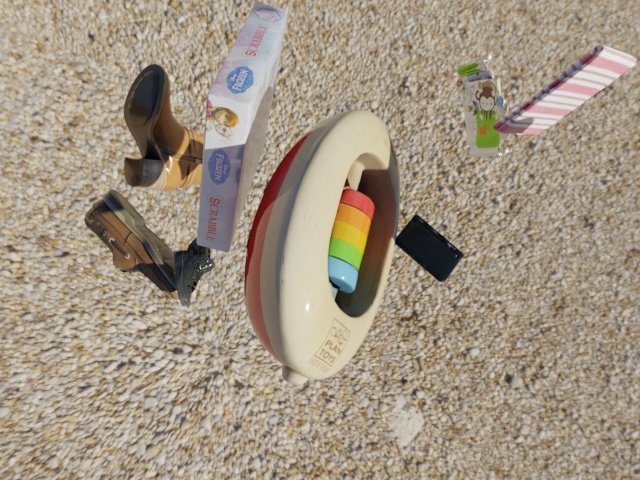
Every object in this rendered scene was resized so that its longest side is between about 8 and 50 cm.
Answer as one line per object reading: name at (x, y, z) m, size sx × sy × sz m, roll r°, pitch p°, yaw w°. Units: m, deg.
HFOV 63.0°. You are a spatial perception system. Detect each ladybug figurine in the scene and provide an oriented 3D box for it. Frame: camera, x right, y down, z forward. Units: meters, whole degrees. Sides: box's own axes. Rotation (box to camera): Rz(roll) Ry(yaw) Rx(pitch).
ladybug figurine at (0.000, 0.000, 0.834) m, size 0.161 × 0.305 × 0.450 m, roll 3°, pitch 63°, yaw 32°

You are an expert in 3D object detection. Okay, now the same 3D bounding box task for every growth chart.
growth chart at (0.366, -0.302, 1.194) m, size 0.021 × 0.172 × 0.238 m, roll -9°, pitch 90°, yaw -17°

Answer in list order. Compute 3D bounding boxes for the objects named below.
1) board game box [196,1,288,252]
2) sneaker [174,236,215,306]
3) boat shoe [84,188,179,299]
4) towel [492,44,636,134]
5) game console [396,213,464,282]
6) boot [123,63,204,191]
board game box at (-0.140, -0.200, 0.930) m, size 0.065 × 0.319 × 0.318 m, roll 14°, pitch 46°, yaw -4°
sneaker at (-0.274, 0.062, 1.154) m, size 0.089 × 0.051 × 0.170 m, roll -10°, pitch 54°, yaw -9°
boat shoe at (-0.420, 0.029, 1.207) m, size 0.104 × 0.111 × 0.307 m, roll -41°, pitch 81°, yaw 1°
towel at (0.385, -0.235, 0.833) m, size 0.144 × 0.197 × 0.029 m, roll -10°, pitch 69°, yaw -44°
game console at (0.208, 0.013, 1.014) m, size 0.122 × 0.107 × 0.071 m, roll 41°, pitch 97°, yaw 2°
boot at (-0.344, -0.255, 1.238) m, size 0.108 × 0.220 × 0.284 m, roll 12°, pitch 101°, yaw 28°
